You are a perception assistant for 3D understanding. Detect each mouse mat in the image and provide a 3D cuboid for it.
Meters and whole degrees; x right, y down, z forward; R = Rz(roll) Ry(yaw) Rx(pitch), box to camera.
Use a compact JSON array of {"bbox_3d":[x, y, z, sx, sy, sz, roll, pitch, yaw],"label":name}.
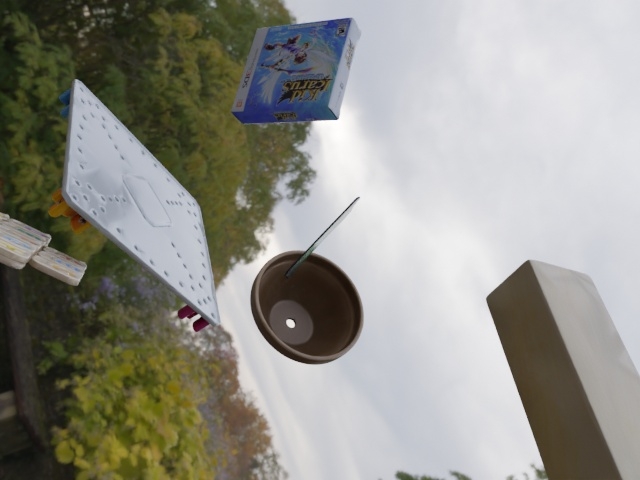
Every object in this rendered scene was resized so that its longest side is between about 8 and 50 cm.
[{"bbox_3d":[0.000,0.000,0.946,0.007,0.152,0.189,43,-4,3],"label":"mouse mat"}]

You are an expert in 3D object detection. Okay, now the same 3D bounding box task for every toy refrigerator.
[{"bbox_3d":[0.279,0.159,0.689,0.094,0.102,0.269,-54,-147,41],"label":"toy refrigerator"}]

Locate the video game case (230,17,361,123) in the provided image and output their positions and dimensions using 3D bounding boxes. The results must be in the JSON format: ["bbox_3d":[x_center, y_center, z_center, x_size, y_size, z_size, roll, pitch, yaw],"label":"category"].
[{"bbox_3d":[-0.059,-0.397,1.481,0.061,0.270,0.244,40,59,-55],"label":"video game case"}]

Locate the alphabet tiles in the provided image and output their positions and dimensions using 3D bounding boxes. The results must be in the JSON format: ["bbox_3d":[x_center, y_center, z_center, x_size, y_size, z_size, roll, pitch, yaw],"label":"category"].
[{"bbox_3d":[-0.463,-0.017,0.884,0.021,0.278,0.284,-61,-163,-3],"label":"alphabet tiles"}]

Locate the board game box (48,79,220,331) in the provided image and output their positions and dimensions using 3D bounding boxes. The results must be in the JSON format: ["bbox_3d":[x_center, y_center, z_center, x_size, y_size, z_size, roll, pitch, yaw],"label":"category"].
[{"bbox_3d":[-0.341,-0.062,1.173,0.390,0.050,0.389,51,11,-42],"label":"board game box"}]

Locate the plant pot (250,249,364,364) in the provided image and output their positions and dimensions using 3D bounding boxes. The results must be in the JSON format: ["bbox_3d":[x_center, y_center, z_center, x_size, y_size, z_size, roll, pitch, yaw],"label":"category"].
[{"bbox_3d":[-0.040,0.147,1.268,0.109,0.238,0.237,-49,-122,50],"label":"plant pot"}]
